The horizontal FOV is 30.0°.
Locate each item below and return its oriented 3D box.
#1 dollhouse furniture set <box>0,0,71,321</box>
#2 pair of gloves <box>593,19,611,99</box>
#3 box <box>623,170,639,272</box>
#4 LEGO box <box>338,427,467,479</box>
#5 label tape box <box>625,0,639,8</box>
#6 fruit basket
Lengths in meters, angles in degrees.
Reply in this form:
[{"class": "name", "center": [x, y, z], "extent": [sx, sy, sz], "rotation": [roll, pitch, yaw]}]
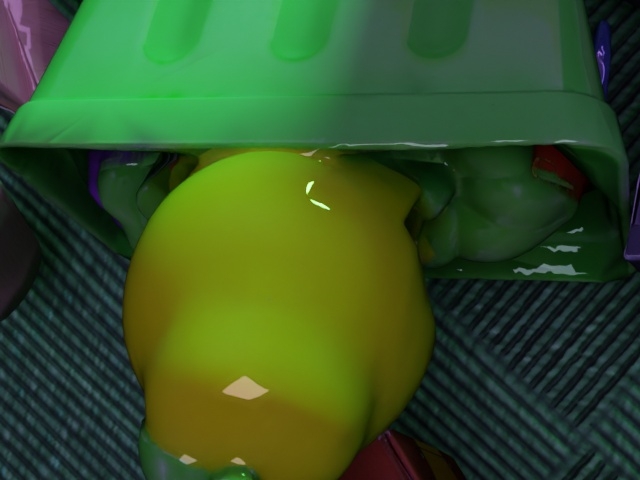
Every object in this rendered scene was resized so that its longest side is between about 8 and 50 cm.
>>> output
[{"class": "dollhouse furniture set", "center": [-0.381, -0.028, 0.881], "extent": [0.362, 0.256, 0.394], "rotation": [27, 70, 11]}, {"class": "pair of gloves", "center": [0.217, -0.102, 0.831], "extent": [0.198, 0.023, 0.159], "rotation": [-11, 86, 11]}, {"class": "box", "center": [0.274, -0.020, 0.689], "extent": [0.108, 0.207, 0.153], "rotation": [1, 69, 39]}, {"class": "LEGO box", "center": [0.035, 0.423, 0.688], "extent": [0.372, 0.193, 0.500], "rotation": [-35, 67, 7]}, {"class": "label tape box", "center": [0.221, -0.198, 0.666], "extent": [0.347, 0.249, 0.115], "rotation": [33, 93, 12]}, {"class": "fruit basket", "center": [0.000, 0.000, 0.719], "extent": [0.392, 0.283, 0.392], "rotation": [-5, 70, 15]}]
